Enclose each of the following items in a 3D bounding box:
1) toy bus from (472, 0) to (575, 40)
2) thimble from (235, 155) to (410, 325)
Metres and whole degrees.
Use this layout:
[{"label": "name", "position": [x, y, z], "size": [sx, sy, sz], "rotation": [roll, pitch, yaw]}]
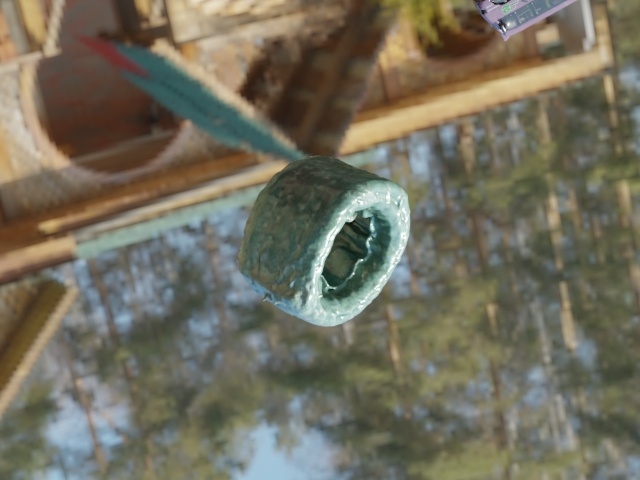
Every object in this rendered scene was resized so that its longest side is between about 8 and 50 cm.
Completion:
[{"label": "toy bus", "position": [0.287, -0.344, 2.127], "size": [0.178, 0.098, 0.087], "rotation": [-28, -142, 8]}, {"label": "thimble", "position": [0.000, 0.000, 2.139], "size": [0.143, 0.198, 0.235], "rotation": [25, -121, 36]}]
